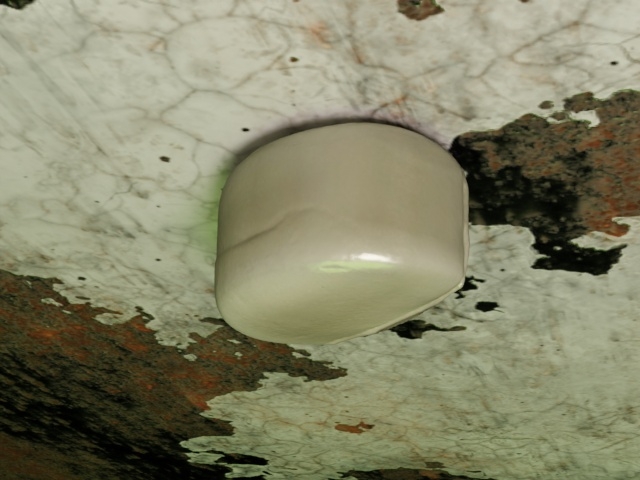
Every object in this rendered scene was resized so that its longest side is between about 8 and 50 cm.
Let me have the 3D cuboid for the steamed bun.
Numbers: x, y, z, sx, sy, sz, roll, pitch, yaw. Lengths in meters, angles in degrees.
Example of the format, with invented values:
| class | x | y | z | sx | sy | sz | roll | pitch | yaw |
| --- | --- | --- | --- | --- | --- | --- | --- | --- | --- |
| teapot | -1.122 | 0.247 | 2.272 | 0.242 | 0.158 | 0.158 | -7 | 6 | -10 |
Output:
| class | x | y | z | sx | sy | sz | roll | pitch | yaw |
| --- | --- | --- | --- | --- | --- | --- | --- | --- | --- |
| steamed bun | 0.000 | 0.000 | 0.955 | 0.164 | 0.146 | 0.242 | 18 | 151 | -34 |
